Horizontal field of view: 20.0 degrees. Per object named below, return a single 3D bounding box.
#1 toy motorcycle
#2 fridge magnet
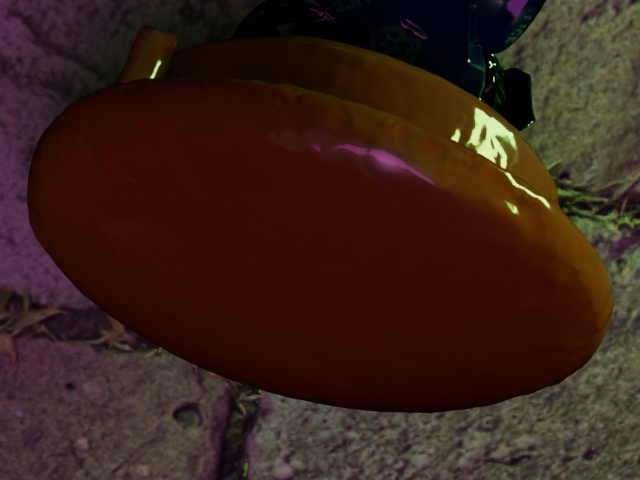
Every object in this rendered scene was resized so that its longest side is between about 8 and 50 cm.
[{"bbox_3d":[0.084,-0.175,1.100,0.196,0.125,0.331,24,123,-16],"label":"toy motorcycle"},{"bbox_3d":[0.000,0.000,1.111,0.363,0.155,0.363,14,154,7],"label":"fridge magnet"}]
